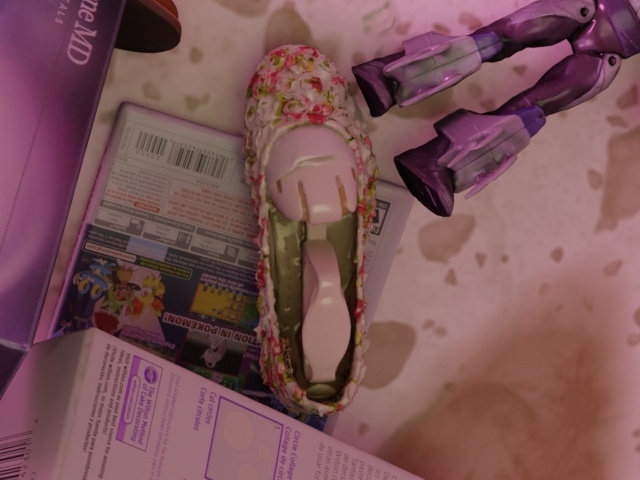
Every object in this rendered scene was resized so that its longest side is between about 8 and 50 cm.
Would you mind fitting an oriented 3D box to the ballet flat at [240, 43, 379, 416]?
[{"bbox_3d":[0.000,0.000,1.094,0.091,0.077,0.241,-8,104,-9],"label":"ballet flat"}]

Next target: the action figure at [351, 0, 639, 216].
[{"bbox_3d":[0.168,-0.126,1.111,0.285,0.099,0.185,-30,98,-7],"label":"action figure"}]

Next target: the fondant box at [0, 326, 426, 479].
[{"bbox_3d":[-0.057,0.224,1.041,0.330,0.096,0.238,28,60,-34],"label":"fondant box"}]

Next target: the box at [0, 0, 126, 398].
[{"bbox_3d":[-0.277,-0.067,0.918,0.294,0.296,0.183,22,140,-16],"label":"box"}]

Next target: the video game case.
[{"bbox_3d":[-0.061,0.025,1.140,0.201,0.023,0.183,16,99,-15],"label":"video game case"}]

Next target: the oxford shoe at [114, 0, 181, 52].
[{"bbox_3d":[-0.165,-0.186,1.049,0.212,0.076,0.076,33,57,-25],"label":"oxford shoe"}]
